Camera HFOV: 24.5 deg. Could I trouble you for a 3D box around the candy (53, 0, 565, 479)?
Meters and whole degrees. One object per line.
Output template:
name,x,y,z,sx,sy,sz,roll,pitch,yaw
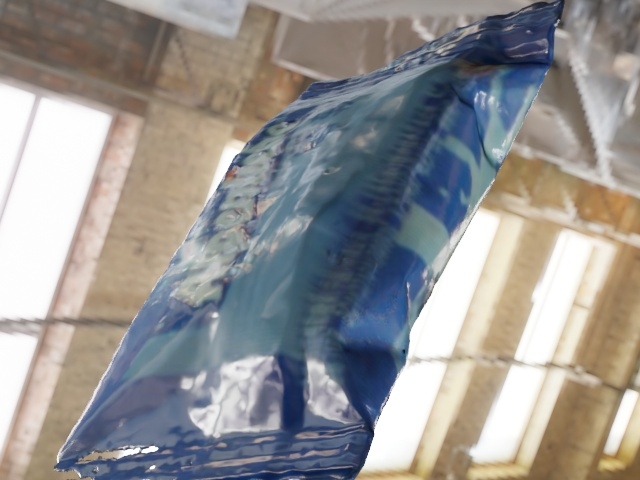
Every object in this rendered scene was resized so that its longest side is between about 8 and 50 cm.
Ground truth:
candy,0.000,0.000,0.721,0.187,0.331,0.077,-12,123,37
